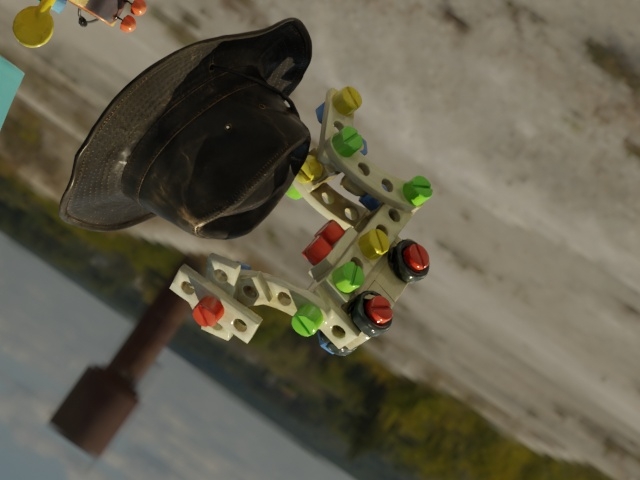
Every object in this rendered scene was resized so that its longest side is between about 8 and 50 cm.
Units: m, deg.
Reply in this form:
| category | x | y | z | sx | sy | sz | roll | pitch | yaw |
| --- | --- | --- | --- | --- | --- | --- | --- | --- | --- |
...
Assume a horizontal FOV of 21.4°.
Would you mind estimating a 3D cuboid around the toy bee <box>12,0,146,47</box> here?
| category | x | y | z | sx | sy | sz | roll | pitch | yaw |
| --- | --- | --- | --- | --- | --- | --- | --- | --- | --- |
| toy bee | -0.305 | -0.341 | 2.189 | 0.162 | 0.195 | 0.298 | 31 | -158 | 30 |

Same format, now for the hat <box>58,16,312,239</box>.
| category | x | y | z | sx | sy | sz | roll | pitch | yaw |
| --- | --- | --- | --- | --- | --- | --- | --- | --- | --- |
| hat | -0.106 | -0.076 | 1.752 | 0.134 | 0.331 | 0.331 | 50 | 178 | 16 |

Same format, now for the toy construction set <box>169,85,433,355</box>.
| category | x | y | z | sx | sy | sz | roll | pitch | yaw |
| --- | --- | --- | --- | --- | --- | --- | --- | --- | --- |
| toy construction set | 0.000 | 0.000 | 1.822 | 0.215 | 0.327 | 0.151 | 48 | 147 | -8 |

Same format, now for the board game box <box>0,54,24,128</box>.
| category | x | y | z | sx | sy | sz | roll | pitch | yaw |
| --- | --- | --- | --- | --- | --- | --- | --- | --- | --- |
| board game box | -0.513 | -0.077 | 1.901 | 0.254 | 0.336 | 0.079 | 16 | 170 | 24 |
